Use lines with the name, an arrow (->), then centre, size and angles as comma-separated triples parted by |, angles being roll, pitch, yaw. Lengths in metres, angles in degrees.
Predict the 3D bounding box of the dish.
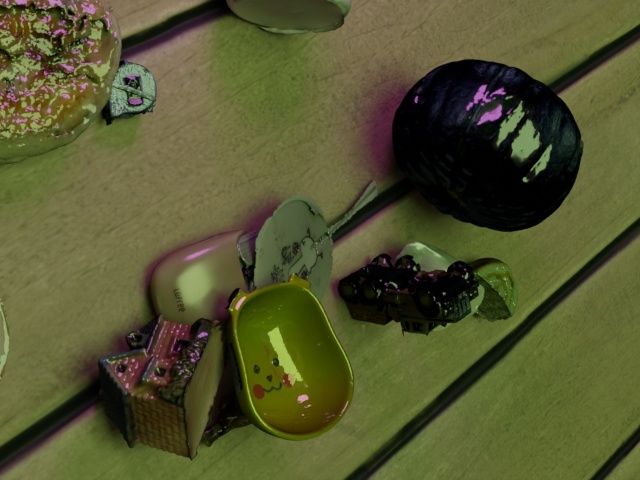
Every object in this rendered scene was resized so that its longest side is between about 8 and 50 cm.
dish -> -0.074, 0.198, 1.763 | 0.221, 0.108, 0.263 | -16, 85, -43

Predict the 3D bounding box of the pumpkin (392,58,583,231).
pumpkin -> 0.306, -0.177, 2.039 | 0.363, 0.363, 0.266 | 36, 78, -35

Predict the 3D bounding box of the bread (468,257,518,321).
bread -> 0.340, 0.079, 2.222 | 0.156, 0.103, 0.110 | 47, 56, -32

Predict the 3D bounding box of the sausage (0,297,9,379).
sausage -> -0.539, 0.116, 1.310 | 0.233, 0.287, 0.233 | 1, 88, -42

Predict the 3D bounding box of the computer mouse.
computer mouse -> -0.169, 0.066, 1.781 | 0.236, 0.082, 0.145 | -19, 100, -40

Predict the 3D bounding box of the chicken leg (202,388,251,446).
chicken leg -> -0.136, 0.275, 1.816 | 0.178, 0.070, 0.093 | -39, 113, -26

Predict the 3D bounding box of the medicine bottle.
medicine bottle -> -0.044, -0.560, 1.835 | 0.213, 0.213, 0.379 | 9, 83, -41

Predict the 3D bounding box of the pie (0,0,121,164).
pie -> -0.437, -0.278, 1.548 | 0.339, 0.077, 0.339 | 7, 78, -36

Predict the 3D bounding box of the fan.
fan -> -0.001, 0.000, 1.942 | 0.414, 0.012, 0.233 | -41, 128, -47

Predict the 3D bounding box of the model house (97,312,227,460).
model house -> -0.248, 0.203, 1.647 | 0.183, 0.172, 0.166 | -68, 163, -44

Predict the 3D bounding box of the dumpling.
dumpling -> 0.214, 0.092, 2.108 | 0.151, 0.124, 0.229 | -45, 117, 11

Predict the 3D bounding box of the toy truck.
toy truck -> 0.159, 0.105, 1.954 | 0.127, 0.257, 0.127 | -28, 109, -40

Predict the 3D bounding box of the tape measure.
tape measure -> -0.303, -0.233, 1.693 | 0.094, 0.054, 0.091 | -24, 102, -31
